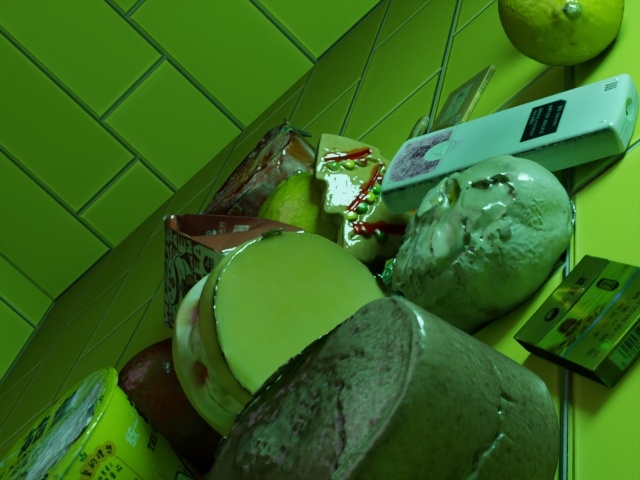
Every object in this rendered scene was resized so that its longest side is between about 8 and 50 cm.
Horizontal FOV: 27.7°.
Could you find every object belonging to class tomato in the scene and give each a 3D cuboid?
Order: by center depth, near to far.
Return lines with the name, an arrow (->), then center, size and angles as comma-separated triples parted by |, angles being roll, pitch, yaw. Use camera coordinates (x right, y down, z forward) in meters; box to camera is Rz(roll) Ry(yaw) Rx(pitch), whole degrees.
tomato -> -0.094, -0.079, 2.523 | 0.309, 0.170, 0.309 | -47, 11, 12

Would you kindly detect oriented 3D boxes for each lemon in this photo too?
lemon -> 0.354, -0.348, 1.913 | 0.187, 0.187, 0.244 | -42, 17, 19
lemon -> 0.000, 0.000, 1.940 | 0.192, 0.231, 0.192 | -20, -9, -3

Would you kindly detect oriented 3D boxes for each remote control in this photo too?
remote control -> 0.240, -0.122, 1.690 | 0.344, 0.050, 0.145 | -15, 28, 32

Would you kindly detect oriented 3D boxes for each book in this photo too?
book -> 0.241, -0.234, 2.290 | 0.118, 0.012, 0.172 | -32, 21, 47

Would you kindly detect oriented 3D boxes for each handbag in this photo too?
handbag -> -0.140, 0.047, 1.873 | 0.151, 0.171, 0.298 | -14, 17, -28

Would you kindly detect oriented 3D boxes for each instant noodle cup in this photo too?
instant noodle cup -> -0.283, 0.363, 1.661 | 0.325, 0.254, 0.325 | -43, 15, 14

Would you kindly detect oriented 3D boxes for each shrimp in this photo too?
shrimp -> 0.170, -0.188, 2.359 | 0.059, 0.023, 0.108 | -45, 10, 49

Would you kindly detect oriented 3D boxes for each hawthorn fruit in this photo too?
hawthorn fruit -> -0.177, 0.222, 1.890 | 0.262, 0.210, 0.210 | -35, 9, -20

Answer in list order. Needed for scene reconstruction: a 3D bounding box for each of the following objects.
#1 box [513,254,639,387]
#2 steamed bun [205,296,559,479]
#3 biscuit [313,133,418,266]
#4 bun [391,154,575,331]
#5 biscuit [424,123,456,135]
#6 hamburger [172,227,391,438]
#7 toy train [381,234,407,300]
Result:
box -> 0.274, 0.075, 1.286 | 0.121, 0.030, 0.193 | -48, 14, -6
steamed bun -> 0.060, 0.215, 1.081 | 0.301, 0.251, 0.199 | -50, 22, 7
biscuit -> 0.073, -0.064, 1.864 | 0.212, 0.238, 0.041 | -28, -16, -33
bun -> 0.180, -0.004, 1.549 | 0.239, 0.141, 0.239 | -41, 18, 16
biscuit -> 0.139, -0.089, 2.133 | 0.262, 0.037, 0.262 | -43, 15, 14
hamburger -> -0.044, 0.122, 1.647 | 0.302, 0.261, 0.186 | -46, 7, -35
toy train -> 0.147, 0.006, 1.767 | 0.251, 0.085, 0.119 | -52, 9, -28
